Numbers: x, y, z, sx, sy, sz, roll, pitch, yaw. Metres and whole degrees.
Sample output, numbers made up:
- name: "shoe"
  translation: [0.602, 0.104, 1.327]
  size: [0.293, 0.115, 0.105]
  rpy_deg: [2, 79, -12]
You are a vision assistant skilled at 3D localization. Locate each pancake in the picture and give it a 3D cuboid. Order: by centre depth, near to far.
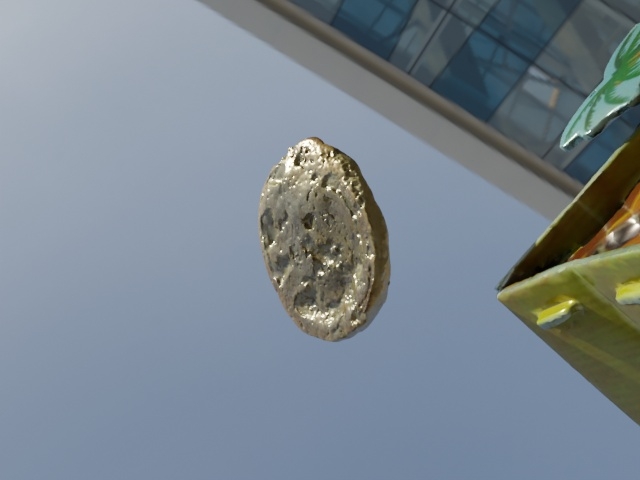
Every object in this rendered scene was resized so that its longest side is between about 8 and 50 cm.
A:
- name: "pancake"
  translation: [-0.001, 0.000, 0.581]
  size: [0.025, 0.151, 0.151]
  rpy_deg: [-12, -119, -34]

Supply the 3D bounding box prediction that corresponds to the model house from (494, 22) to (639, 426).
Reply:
- name: "model house"
  translation: [0.300, -0.019, 0.477]
  size: [0.300, 0.323, 0.340]
  rpy_deg: [42, -147, -5]
